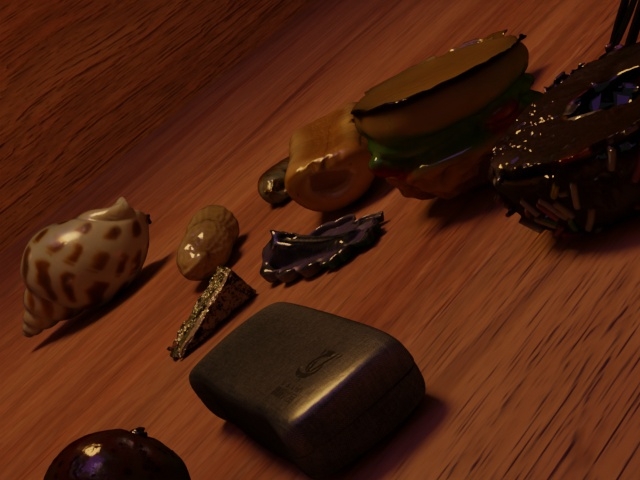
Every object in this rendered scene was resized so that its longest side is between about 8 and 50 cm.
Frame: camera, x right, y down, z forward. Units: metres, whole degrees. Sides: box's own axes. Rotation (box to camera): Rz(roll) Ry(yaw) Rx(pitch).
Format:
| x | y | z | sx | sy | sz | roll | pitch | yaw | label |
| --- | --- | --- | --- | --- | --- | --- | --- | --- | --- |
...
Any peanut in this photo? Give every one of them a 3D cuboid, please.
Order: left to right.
| x | y | z | sx | sy | sz | roll | pitch | yaw | label |
| --- | --- | --- | --- | --- | --- | --- | --- | --- | --- |
| -0.167 | 0.004 | 1.851 | 0.082 | 0.082 | 0.187 | -31 | 16 | 13 | peanut |

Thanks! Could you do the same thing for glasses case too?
| x | y | z | sx | sy | sz | roll | pitch | yaw | label |
| --- | --- | --- | --- | --- | --- | --- | --- | --- | --- |
| -0.021 | 0.127 | 1.142 | 0.131 | 0.074 | 0.323 | -40 | 15 | -14 | glasses case |

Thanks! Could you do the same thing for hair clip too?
| x | y | z | sx | sy | sz | roll | pitch | yaw | label |
| --- | --- | --- | --- | --- | --- | --- | --- | --- | --- |
| -0.001 | -0.001 | 1.562 | 0.195 | 0.052 | 0.124 | -11 | 32 | 46 | hair clip |

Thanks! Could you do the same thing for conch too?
| x | y | z | sx | sy | sz | roll | pitch | yaw | label |
| --- | --- | --- | --- | --- | --- | --- | --- | --- | --- |
| -0.400 | 0.050 | 2.068 | 0.275 | 0.183 | 0.148 | -34 | 45 | 27 | conch |

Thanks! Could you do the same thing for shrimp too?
| x | y | z | sx | sy | sz | roll | pitch | yaw | label |
| --- | --- | --- | --- | --- | --- | --- | --- | --- | --- |
| -0.022 | -0.115 | 1.993 | 0.166 | 0.049 | 0.161 | -24 | 15 | 9 | shrimp |

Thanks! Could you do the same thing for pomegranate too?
| x | y | z | sx | sy | sz | roll | pitch | yaw | label |
| --- | --- | --- | --- | --- | --- | --- | --- | --- | --- |
| -0.186 | 0.234 | 1.075 | 0.159 | 0.129 | 0.129 | -45 | 16 | -6 | pomegranate |

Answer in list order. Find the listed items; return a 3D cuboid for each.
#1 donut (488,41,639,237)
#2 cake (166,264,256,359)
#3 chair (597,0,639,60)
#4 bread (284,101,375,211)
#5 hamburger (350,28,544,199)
| x | y | z | sx | sy | sz | roll | pitch | yaw | label |
| --- | --- | --- | --- | --- | --- | --- | --- | --- | --- |
| 0.281 | -0.101 | 1.161 | 0.270 | 0.103 | 0.269 | -31 | 17 | 11 | donut |
| -0.147 | 0.089 | 1.584 | 0.140 | 0.055 | 0.051 | -43 | 23 | -25 | cake |
| 0.423 | -0.300 | 1.442 | 0.154 | 0.141 | 0.260 | -70 | -6 | -67 | chair |
| 0.021 | -0.117 | 1.793 | 0.142 | 0.091 | 0.305 | -30 | 15 | 11 | bread |
| 0.154 | -0.130 | 1.440 | 0.237 | 0.149 | 0.237 | -23 | 15 | 7 | hamburger |
